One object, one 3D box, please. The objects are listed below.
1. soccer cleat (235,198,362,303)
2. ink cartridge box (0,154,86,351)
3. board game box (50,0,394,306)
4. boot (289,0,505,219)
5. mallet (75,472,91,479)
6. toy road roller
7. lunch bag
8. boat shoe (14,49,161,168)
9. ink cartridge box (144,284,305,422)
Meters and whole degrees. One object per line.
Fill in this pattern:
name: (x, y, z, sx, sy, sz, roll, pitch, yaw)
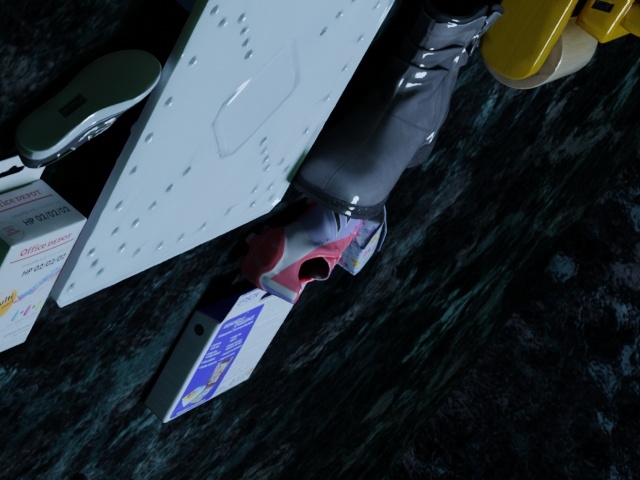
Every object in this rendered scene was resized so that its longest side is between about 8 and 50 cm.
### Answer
soccer cleat: (0.000, 0.000, 2.156, 0.248, 0.095, 0.083, -32, 156, -48)
ink cartridge box: (-0.266, 0.015, 1.508, 0.104, 0.061, 0.181, -26, 151, -57)
board game box: (-0.076, -0.144, 1.695, 0.390, 0.050, 0.390, -27, 152, -56)
boot: (0.086, -0.170, 2.008, 0.223, 0.118, 0.338, -62, 174, 29)
mallet: (-0.258, 0.324, 2.241, 0.039, 0.062, 0.190, -48, 164, -6)
toy road roller: (0.375, -0.301, 2.239, 0.202, 0.240, 0.329, -24, 150, -57)
lunch bag: (0.058, -0.008, 2.384, 0.083, 0.053, 0.071, -52, 169, -31)
boat shoe: (-0.191, -0.107, 1.473, 0.142, 0.049, 0.040, -36, 166, -24)
ink cartridge box: (-0.105, 0.109, 2.207, 0.208, 0.045, 0.206, -57, 163, 26)
